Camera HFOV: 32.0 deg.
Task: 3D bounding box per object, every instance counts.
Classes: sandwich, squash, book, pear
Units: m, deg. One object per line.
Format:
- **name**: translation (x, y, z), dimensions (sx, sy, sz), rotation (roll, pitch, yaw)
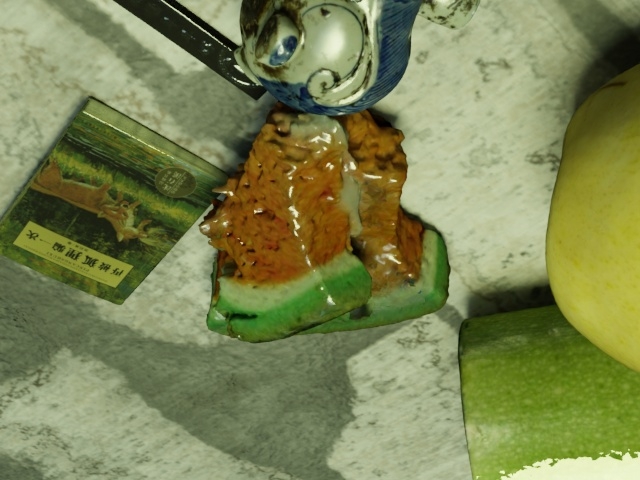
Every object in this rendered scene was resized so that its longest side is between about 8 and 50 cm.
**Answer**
- **sandwich**: translation (0.000, 0.000, 1.032), dimensions (0.250, 0.162, 0.301), rotation (-3, 137, 3)
- **squash**: translation (0.343, 0.179, 1.105), dimensions (0.384, 0.263, 0.263), rotation (-9, 133, 13)
- **book**: translation (-0.216, -0.029, 1.119), dimensions (0.160, 0.024, 0.228), rotation (28, 130, -23)
- **pear**: translation (0.326, -0.016, 0.897), dimensions (0.309, 0.309, 0.309), rotation (3, 135, 3)

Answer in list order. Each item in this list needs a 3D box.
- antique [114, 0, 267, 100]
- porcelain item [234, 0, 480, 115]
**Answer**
- **antique**: translation (-0.120, -0.185, 0.962), dimensions (0.192, 0.015, 0.031), rotation (33, 128, -24)
- **porcelain item**: translation (0.059, -0.213, 0.851), dimensions (0.186, 0.138, 0.288), rotation (15, 131, -27)
